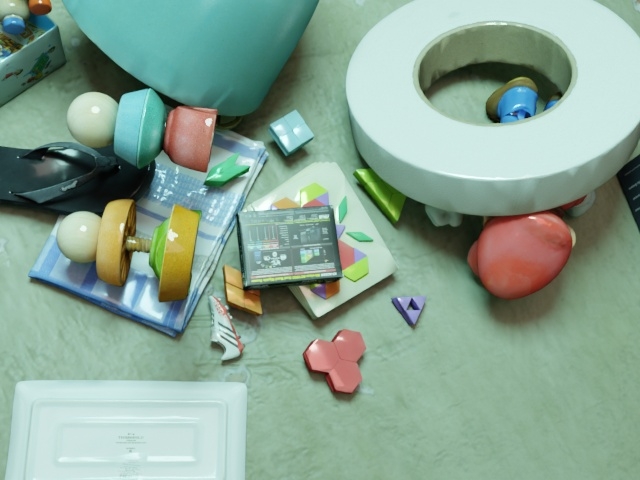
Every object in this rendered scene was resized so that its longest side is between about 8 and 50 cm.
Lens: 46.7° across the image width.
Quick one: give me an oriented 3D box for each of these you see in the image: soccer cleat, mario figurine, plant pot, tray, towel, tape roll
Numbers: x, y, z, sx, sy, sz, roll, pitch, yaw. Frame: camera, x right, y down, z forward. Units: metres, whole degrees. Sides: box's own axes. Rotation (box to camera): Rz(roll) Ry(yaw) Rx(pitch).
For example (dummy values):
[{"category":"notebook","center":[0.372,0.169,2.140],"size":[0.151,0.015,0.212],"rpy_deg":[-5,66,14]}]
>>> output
[{"category":"soccer cleat","center":[-0.124,0.108,0.914],"size":[0.035,0.029,0.083],"rpy_deg":[-25,82,-21]},{"category":"mario figurine","center":[0.263,-0.059,1.014],"size":[0.198,0.170,0.321],"rpy_deg":[0,55,27]},{"category":"plant pot","center":[-0.123,-0.335,0.881],"size":[0.293,0.235,0.293],"rpy_deg":[31,31,-21]},{"category":"tray","center":[-0.219,0.233,0.853],"size":[0.270,0.030,0.145],"rpy_deg":[2,72,-10]},{"category":"towel","center":[-0.212,-0.042,0.945],"size":[0.209,0.034,0.285],"rpy_deg":[23,69,-1]},{"category":"tape roll","center":[0.226,-0.200,0.974],"size":[0.392,0.072,0.392],"rpy_deg":[-5,51,7]}]

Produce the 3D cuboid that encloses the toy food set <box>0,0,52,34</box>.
[{"category":"toy food set","center":[-0.421,-0.283,0.843],"size":[0.232,0.111,0.105],"rpy_deg":[-9,75,-14]}]

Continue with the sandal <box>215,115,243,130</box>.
[{"category":"sandal","center":[-0.156,-0.214,1.009],"size":[0.072,0.049,0.180],"rpy_deg":[-24,63,-23]}]

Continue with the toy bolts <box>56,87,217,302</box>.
[{"category":"toy bolts","center":[-0.206,-0.051,0.793],"size":[0.158,0.218,0.229],"rpy_deg":[9,97,-9]}]

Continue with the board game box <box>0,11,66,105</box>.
[{"category":"board game box","center":[-0.514,-0.236,0.921],"size":[0.224,0.097,0.303],"rpy_deg":[45,70,5]}]

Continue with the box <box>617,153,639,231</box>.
[{"category":"box","center":[0.525,-0.043,1.018],"size":[0.108,0.153,0.207],"rpy_deg":[-12,75,-15]}]

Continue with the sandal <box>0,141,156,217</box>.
[{"category":"sandal","center":[-0.331,-0.079,0.902],"size":[0.254,0.054,0.097],"rpy_deg":[-2,70,-1]}]

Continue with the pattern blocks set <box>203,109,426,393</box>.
[{"category":"pattern blocks set","center":[0.000,0.000,0.953],"size":[0.325,0.026,0.285],"rpy_deg":[45,67,-1]}]

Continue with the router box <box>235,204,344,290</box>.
[{"category":"router box","center":[-0.039,0.009,0.903],"size":[0.122,0.038,0.092],"rpy_deg":[-4,78,-13]}]
